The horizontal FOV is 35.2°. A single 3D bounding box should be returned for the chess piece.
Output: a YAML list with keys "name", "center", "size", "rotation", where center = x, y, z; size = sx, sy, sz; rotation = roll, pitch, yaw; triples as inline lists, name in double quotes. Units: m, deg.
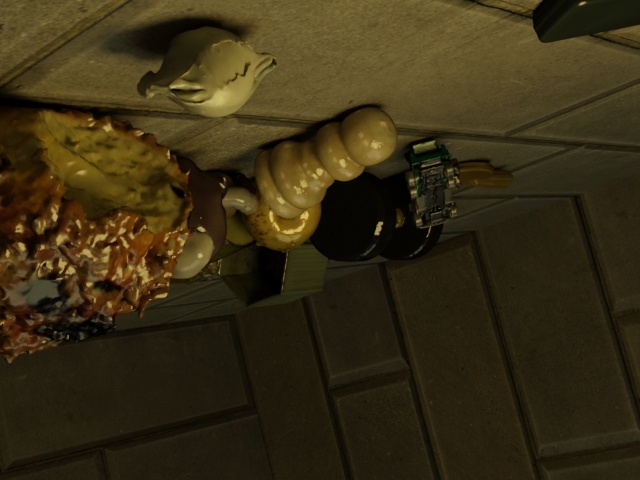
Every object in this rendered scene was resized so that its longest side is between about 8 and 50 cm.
- name: "chess piece"
  center: [0.018, -0.151, 1.777]
  size: [0.261, 0.143, 0.142]
  rotation: [-28, 166, 30]

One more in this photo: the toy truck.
- name: "toy truck"
  center: [0.231, -0.130, 2.135]
  size: [0.110, 0.116, 0.216]
  rotation: [-14, 143, 0]

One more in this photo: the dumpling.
- name: "dumpling"
  center: [-0.145, -0.204, 1.215]
  size: [0.127, 0.108, 0.188]
  rotation: [12, -152, 43]

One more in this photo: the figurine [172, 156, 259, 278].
- name: "figurine"
  center: [-0.233, -0.034, 1.799]
  size: [0.218, 0.206, 0.365]
  rotation: [-2, 178, 19]

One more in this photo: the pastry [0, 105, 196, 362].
- name: "pastry"
  center: [-0.370, -0.001, 1.363]
  size: [0.337, 0.292, 0.405]
  rotation: [-41, 158, 22]

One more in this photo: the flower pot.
- name: "flower pot"
  center: [-0.115, 0.048, 2.518]
  size: [0.189, 0.239, 0.209]
  rotation: [0, 131, -55]

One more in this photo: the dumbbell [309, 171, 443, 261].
- name: "dumbbell"
  center: [0.129, -0.053, 2.298]
  size: [0.203, 0.204, 0.322]
  rotation: [-19, 170, 31]

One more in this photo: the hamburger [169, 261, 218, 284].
- name: "hamburger"
  center: [-0.352, 0.031, 2.392]
  size: [0.206, 0.130, 0.183]
  rotation: [16, 153, -36]

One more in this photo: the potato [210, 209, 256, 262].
- name: "potato"
  center: [-0.276, 0.009, 2.154]
  size: [0.255, 0.112, 0.269]
  rotation: [-24, 176, 22]

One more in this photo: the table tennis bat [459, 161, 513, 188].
- name: "table tennis bat"
  center: [0.373, -0.156, 2.552]
  size: [0.321, 0.050, 0.198]
  rotation: [-2, 167, -40]

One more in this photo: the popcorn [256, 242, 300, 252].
- name: "popcorn"
  center: [-0.093, -0.033, 2.330]
  size: [0.145, 0.126, 0.125]
  rotation: [-5, 175, -22]

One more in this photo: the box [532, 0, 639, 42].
- name: "box"
  center: [0.428, -0.341, 1.417]
  size: [0.230, 0.050, 0.160]
  rotation: [-12, 172, -11]

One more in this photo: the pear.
- name: "pear"
  center: [-0.083, -0.064, 2.069]
  size: [0.178, 0.178, 0.178]
  rotation: [-14, 172, -2]
